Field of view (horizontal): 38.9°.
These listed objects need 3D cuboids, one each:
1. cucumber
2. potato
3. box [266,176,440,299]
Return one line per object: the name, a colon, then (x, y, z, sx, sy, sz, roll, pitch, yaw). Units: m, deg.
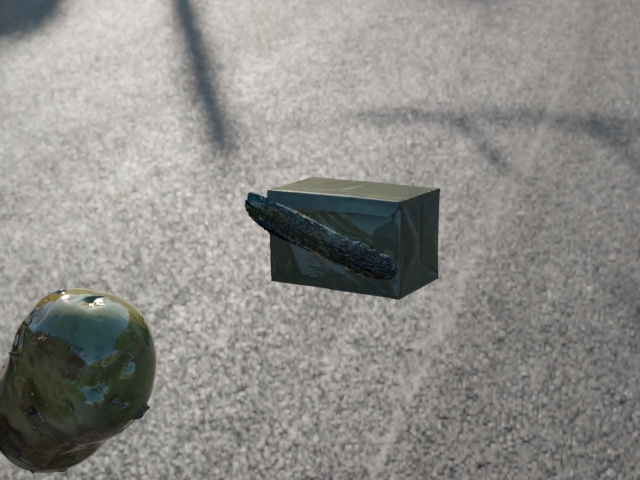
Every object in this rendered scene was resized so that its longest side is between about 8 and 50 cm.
cucumber: (0.000, 0.000, 1.172, 0.256, 0.044, 0.043, 26, -9, -35)
potato: (-0.271, 0.150, 0.977, 0.164, 0.262, 0.165, 21, 49, -26)
box: (0.051, -0.009, 1.403, 0.231, 0.149, 0.155, 6, 14, 29)
